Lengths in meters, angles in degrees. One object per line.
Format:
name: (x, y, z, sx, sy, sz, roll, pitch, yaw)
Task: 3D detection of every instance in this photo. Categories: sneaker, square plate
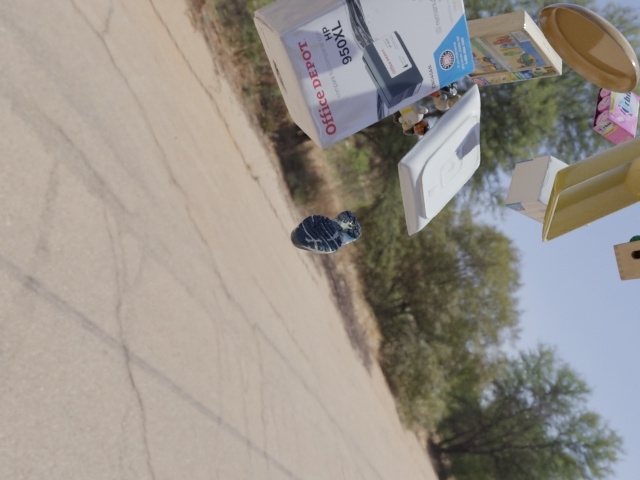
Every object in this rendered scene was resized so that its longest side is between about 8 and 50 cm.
sneaker: (0.000, 0.000, 1.833, 0.283, 0.122, 0.110, -9, 70, -56)
square plate: (0.358, -0.215, 1.930, 0.049, 0.344, 0.347, 33, -20, 29)

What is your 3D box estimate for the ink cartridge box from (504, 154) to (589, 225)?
ink cartridge box: (0.785, -0.158, 2.294, 0.171, 0.233, 0.168, -6, -117, 66)

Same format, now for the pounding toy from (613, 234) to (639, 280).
pounding toy: (0.783, 0.018, 1.476, 0.181, 0.206, 0.094, -17, -97, 54)

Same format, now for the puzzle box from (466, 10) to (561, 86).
puzzle box: (0.523, -0.552, 1.988, 0.409, 0.272, 0.052, 10, 81, -56)

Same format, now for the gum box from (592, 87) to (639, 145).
gum box: (0.894, -0.389, 2.041, 0.062, 0.107, 0.188, -44, -161, 55)

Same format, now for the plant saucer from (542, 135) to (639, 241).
plant saucer: (0.755, -0.150, 1.842, 0.333, 0.333, 0.081, 66, 0, -64)

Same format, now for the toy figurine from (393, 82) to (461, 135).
toy figurine: (0.332, -0.426, 2.122, 0.148, 0.213, 0.209, 54, 0, -18)

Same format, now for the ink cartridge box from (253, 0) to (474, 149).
ink cartridge box: (0.099, -0.416, 1.431, 0.166, 0.395, 0.285, 55, -9, 49)

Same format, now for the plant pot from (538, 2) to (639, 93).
plant pot: (0.525, -0.378, 1.312, 0.236, 0.032, 0.236, 43, 5, -4)
